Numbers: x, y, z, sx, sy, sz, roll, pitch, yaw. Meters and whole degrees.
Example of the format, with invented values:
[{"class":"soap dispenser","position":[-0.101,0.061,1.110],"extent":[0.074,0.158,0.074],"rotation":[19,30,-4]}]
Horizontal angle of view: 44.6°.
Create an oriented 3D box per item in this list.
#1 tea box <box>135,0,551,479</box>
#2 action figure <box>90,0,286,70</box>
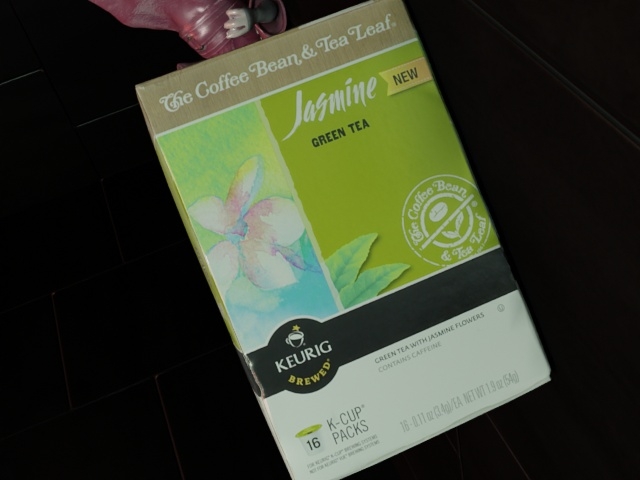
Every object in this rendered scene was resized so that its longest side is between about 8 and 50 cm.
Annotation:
[{"class":"tea box","position":[0.000,0.000,0.721],"extent":[0.329,0.220,0.323],"rotation":[174,73,-82]},{"class":"action figure","position":[-0.160,-0.309,1.080],"extent":[0.370,0.248,0.275],"rotation":[45,-141,-26]}]
